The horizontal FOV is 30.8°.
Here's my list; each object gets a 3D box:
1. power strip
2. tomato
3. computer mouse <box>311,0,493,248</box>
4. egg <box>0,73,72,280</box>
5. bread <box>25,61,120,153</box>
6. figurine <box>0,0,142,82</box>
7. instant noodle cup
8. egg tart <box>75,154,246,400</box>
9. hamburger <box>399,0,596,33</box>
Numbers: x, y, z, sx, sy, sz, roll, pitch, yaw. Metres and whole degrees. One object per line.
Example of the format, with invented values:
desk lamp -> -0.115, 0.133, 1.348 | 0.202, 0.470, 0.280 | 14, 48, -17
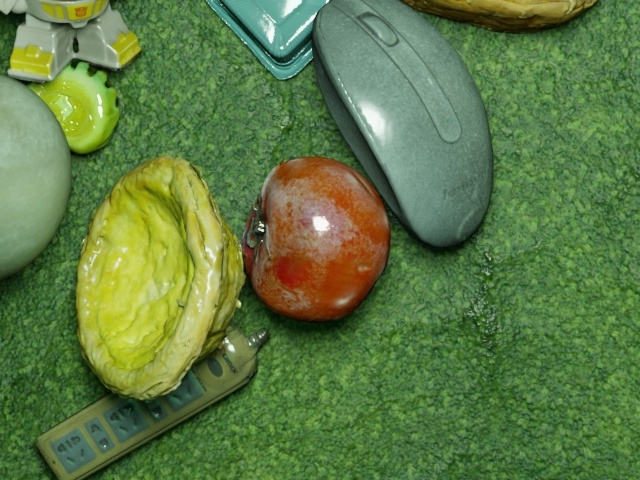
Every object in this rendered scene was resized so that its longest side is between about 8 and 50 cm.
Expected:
power strip -> -0.237, 0.231, 1.681 | 0.387, 0.066, 0.092 | -32, 93, 8
tomato -> 0.001, 0.001, 1.558 | 0.188, 0.232, 0.232 | 8, 97, -18
computer mouse -> 0.123, -0.170, 1.540 | 0.203, 0.114, 0.374 | -32, 96, -28
egg -> -0.463, -0.077, 1.553 | 0.258, 0.352, 0.259 | 10, 65, -22
bread -> -0.352, -0.190, 1.652 | 0.139, 0.071, 0.130 | 6, 99, 5
figurine -> -0.343, -0.364, 1.547 | 0.143, 0.308, 0.309 | 28, 99, 37
instant noodle cup -> -0.058, -0.333, 1.605 | 0.157, 0.070, 0.179 | -43, 88, 7
egg tart -> -0.209, 0.051, 1.585 | 0.345, 0.132, 0.345 | -14, 71, 48
hamburger -> 0.206, -0.368, 1.499 | 0.329, 0.209, 0.162 | 15, 97, 7
